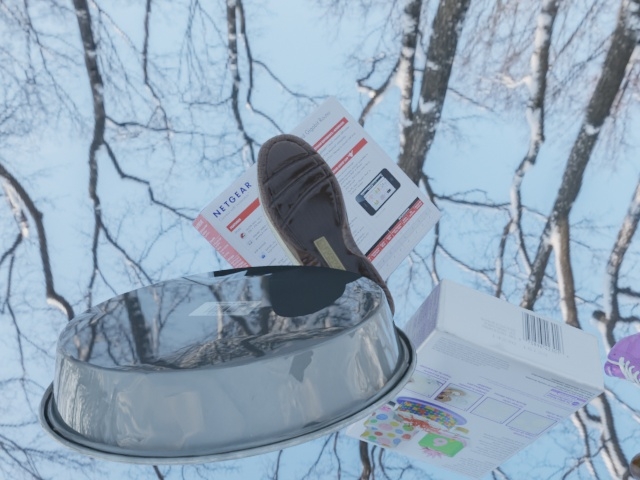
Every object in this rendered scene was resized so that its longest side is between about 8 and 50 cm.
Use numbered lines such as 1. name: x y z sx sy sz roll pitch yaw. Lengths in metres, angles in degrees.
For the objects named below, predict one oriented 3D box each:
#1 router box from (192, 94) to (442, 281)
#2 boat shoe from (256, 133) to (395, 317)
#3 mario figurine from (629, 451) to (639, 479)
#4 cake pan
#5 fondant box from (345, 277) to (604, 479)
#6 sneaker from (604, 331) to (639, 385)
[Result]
1. router box: 0.004 -0.037 1.133 0.301 0.082 0.335 47 -113 -5
2. boat shoe: -0.007 0.003 0.752 0.095 0.095 0.257 -20 -105 -14
3. mario figurine: 0.414 0.400 0.812 0.198 0.170 0.321 -4 -166 40
4. cake pan: -0.072 0.078 0.517 0.293 0.054 0.293 -5 -168 1
5. fondant box: 0.208 0.219 0.953 0.238 0.330 0.096 21 -135 -7
6. sneaker: 0.627 0.270 1.239 0.161 0.102 0.282 -23 -166 35
